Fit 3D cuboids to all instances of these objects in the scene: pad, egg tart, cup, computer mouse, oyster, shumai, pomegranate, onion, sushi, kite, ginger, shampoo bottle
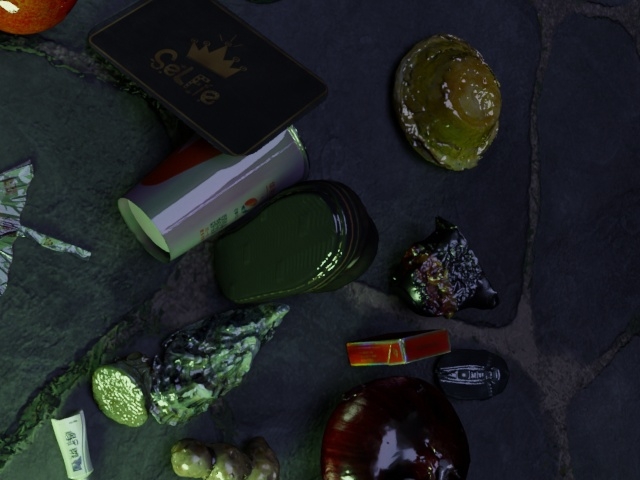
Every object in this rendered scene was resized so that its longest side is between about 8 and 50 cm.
[{"bbox_3d":[-0.206,-0.293,1.640,0.375,0.063,0.315,38,58,17],"label":"pad"},{"bbox_3d":[0.281,-0.290,2.052,0.295,0.116,0.294,5,81,-35],"label":"egg tart"},{"bbox_3d":[-0.187,-0.101,1.684,0.288,0.203,0.203,-40,106,-24],"label":"cup"},{"bbox_3d":[0.320,0.273,2.031,0.192,0.062,0.105,6,80,-34],"label":"computer mouse"},{"bbox_3d":[-0.177,0.210,1.708,0.252,0.087,0.199,-2,90,-25],"label":"oyster"},{"bbox_3d":[-0.308,0.230,1.613,0.087,0.099,0.123,-56,149,-53],"label":"shumai"},{"bbox_3d":[-0.474,-0.422,1.517,0.235,0.210,0.210,10,78,-20],"label":"pomegranate"},{"bbox_3d":[0.143,0.393,1.794,0.314,0.232,0.313,4,83,-32],"label":"onion"},{"bbox_3d":[0.225,0.074,1.950,0.150,0.153,0.172,-35,126,-14],"label":"sushi"},{"bbox_3d":[-0.477,-0.018,1.576,0.250,0.012,0.229,21,74,-31],"label":"kite"},{"bbox_3d":[-0.161,0.379,1.688,0.204,0.080,0.104,12,63,-34],"label":"ginger"},{"bbox_3d":[-0.382,0.340,1.575,0.049,0.034,0.141,-16,94,-40],"label":"shampoo bottle"}]

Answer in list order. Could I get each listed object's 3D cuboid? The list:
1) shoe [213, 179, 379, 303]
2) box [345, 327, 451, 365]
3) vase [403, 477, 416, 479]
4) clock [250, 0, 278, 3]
[{"bbox_3d":[0.000,0.000,1.665,0.237,0.384,0.171,-12,80,-34],"label":"shoe"},{"bbox_3d":[0.143,0.200,1.855,0.112,0.175,0.048,-8,87,-33],"label":"box"},{"bbox_3d":[0.025,0.568,1.608,0.445,0.250,0.250,-33,103,-1],"label":"vase"},{"bbox_3d":[-0.113,-0.553,1.870,0.215,0.042,0.214,5,81,-33],"label":"clock"}]
